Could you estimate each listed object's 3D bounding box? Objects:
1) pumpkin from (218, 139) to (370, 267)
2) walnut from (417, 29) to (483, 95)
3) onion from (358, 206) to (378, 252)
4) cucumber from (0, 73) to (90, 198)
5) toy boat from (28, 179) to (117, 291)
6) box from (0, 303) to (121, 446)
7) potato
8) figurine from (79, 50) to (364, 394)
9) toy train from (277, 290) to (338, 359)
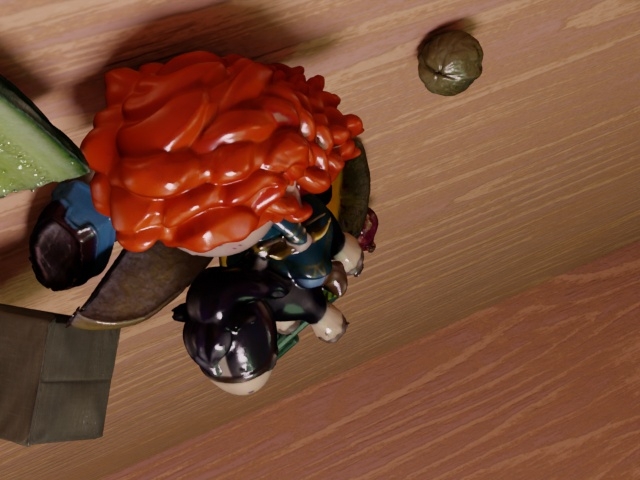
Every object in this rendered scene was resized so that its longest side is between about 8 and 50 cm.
[{"bbox_3d":[0.000,0.000,1.367,0.148,0.169,0.312,-2,150,-48],"label":"pumpkin"},{"bbox_3d":[0.164,-0.223,1.130,0.092,0.092,0.092,-24,162,-8],"label":"walnut"},{"bbox_3d":[0.055,-0.014,1.541,0.107,0.097,0.107,-43,176,-4],"label":"onion"},{"bbox_3d":[-0.304,-0.118,0.745,0.115,0.063,0.244,-19,153,7],"label":"cucumber"},{"bbox_3d":[-0.289,-0.008,1.076,0.097,0.100,0.223,-48,-178,-32],"label":"toy boat"},{"bbox_3d":[-0.393,0.153,1.110,0.231,0.155,0.149,6,175,21],"label":"box"},{"bbox_3d":[-0.197,0.033,1.082,0.261,0.100,0.120,-62,-172,-30],"label":"potato"},{"bbox_3d":[-0.082,-0.022,0.972,0.306,0.241,0.411,-37,134,-29],"label":"figurine"},{"bbox_3d":[-0.090,0.145,1.734,0.330,0.138,0.178,-43,166,35],"label":"toy train"}]
